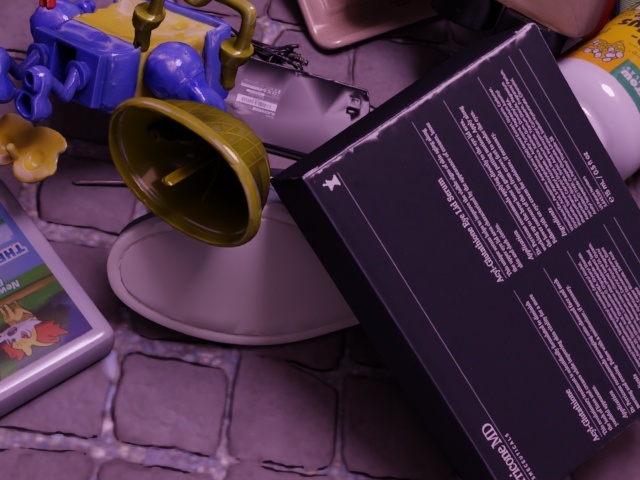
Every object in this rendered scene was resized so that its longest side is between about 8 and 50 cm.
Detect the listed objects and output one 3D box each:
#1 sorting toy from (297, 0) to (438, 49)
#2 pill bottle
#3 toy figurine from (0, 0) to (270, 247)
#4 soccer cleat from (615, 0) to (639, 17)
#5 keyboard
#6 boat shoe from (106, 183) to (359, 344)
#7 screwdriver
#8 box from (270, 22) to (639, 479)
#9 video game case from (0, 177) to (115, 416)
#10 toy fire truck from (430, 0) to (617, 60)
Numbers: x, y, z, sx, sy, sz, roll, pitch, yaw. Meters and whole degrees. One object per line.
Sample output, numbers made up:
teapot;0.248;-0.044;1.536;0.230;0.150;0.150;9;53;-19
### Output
sorting toy;0.040;-0.292;1.025;0.193;0.038;0.208;-23;91;-24
pill bottle;0.245;-0.117;0.944;0.208;0.118;0.117;-34;71;-27
toy figurine;-0.121;-0.150;0.810;0.362;0.191;0.217;24;29;28
soccer cleat;0.410;-0.186;1.057;0.289;0.093;0.121;22;87;-3
keyboard;-0.051;-0.123;0.943;0.192;0.038;0.100;16;80;-3
boat shoe;0.000;0.000;0.843;0.319;0.116;0.099;-5;31;-12
screwdriver;-0.109;-0.045;0.887;0.169;0.025;0.024;-3;60;-4
box;0.117;0.018;0.754;0.184;0.103;0.261;-35;101;-14
video game case;-0.360;0.039;0.767;0.329;0.036;0.300;-30;69;-27
toy fire truck;0.183;-0.279;0.963;0.217;0.159;0.246;32;31;20
